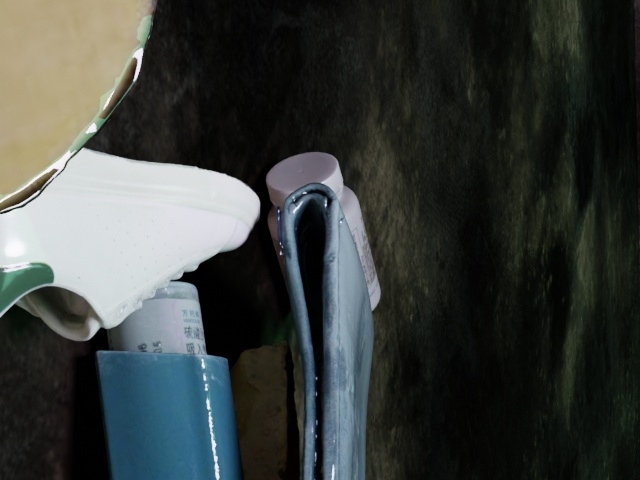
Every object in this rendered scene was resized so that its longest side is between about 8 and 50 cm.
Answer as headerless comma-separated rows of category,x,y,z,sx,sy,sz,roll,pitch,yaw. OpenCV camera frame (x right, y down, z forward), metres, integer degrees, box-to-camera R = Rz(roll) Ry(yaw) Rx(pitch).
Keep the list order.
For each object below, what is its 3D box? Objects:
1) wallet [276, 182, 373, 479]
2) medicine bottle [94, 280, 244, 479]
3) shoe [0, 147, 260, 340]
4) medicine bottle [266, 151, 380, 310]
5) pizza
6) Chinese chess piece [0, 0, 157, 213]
wallet,0.005,0.138,0.817,0.251,0.054,0.290,77,13,-64
medicine bottle,-0.107,0.160,0.746,0.079,0.124,0.258,23,58,-67
shoe,-0.131,0.005,0.692,0.265,0.095,0.110,13,79,-57
medicine bottle,0.000,0.000,0.997,0.079,0.079,0.140,-60,142,-48
pizza,-0.056,0.183,0.882,0.204,0.081,0.188,77,14,-72
Chinese chess piece,-0.179,-0.127,0.469,0.257,0.104,0.257,-29,128,-44
